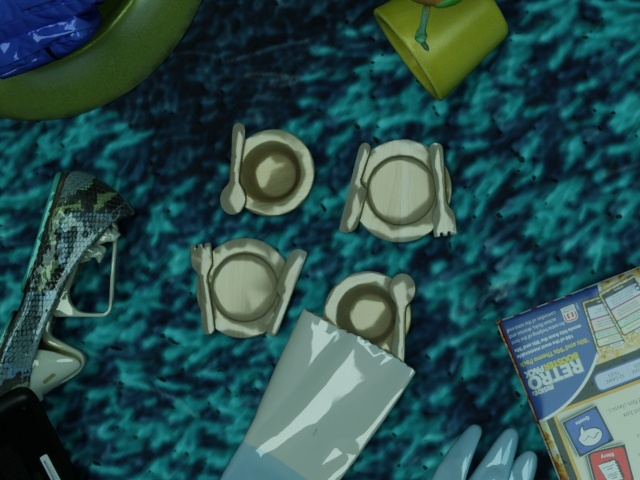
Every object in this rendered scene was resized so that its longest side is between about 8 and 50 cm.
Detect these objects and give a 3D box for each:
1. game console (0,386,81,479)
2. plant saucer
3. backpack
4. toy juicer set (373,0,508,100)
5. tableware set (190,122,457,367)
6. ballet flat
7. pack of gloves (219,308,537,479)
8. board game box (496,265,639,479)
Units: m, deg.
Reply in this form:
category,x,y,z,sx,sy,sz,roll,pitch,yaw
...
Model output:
category,x,y,z,sx,sy,sz,roll,pitch,yaw
game console,-0.213,0.154,1.116,0.107,0.071,0.122,-30,118,-15
plant saucer,-0.189,-0.200,1.160,0.241,0.037,0.240,-1,85,13
backpack,-0.173,-0.163,1.087,0.120,0.098,0.101,-25,109,11
toy juicer set,-0.018,-0.235,1.033,0.089,0.209,0.329,-36,79,0
tableware set,0.000,0.000,1.105,0.169,0.020,0.141,8,87,14
ballet flat,-0.169,0.050,1.122,0.070,0.070,0.188,22,94,15
pack of gloves,0.016,0.188,1.061,0.195,0.046,0.232,29,98,16
board game box,0.206,0.111,1.031,0.147,0.045,0.193,-22,80,11
